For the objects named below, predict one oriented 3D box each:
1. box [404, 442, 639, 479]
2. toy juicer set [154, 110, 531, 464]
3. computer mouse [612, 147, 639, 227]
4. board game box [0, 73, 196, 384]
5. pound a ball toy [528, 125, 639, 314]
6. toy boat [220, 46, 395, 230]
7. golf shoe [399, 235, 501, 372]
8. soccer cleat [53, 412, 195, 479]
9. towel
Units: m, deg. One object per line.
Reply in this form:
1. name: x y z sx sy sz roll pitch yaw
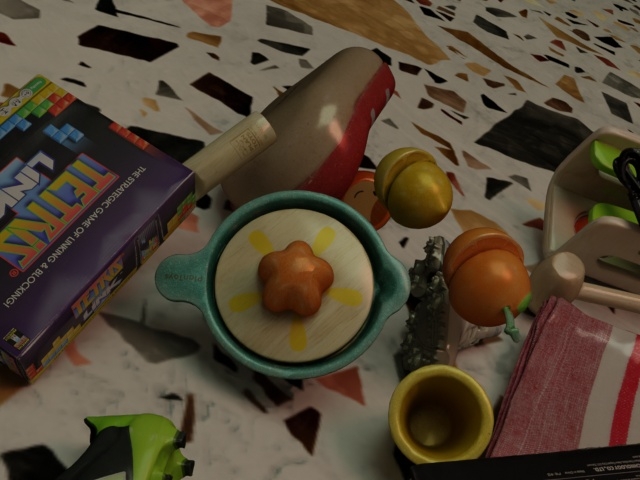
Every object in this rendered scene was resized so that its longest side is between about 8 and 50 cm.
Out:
1. box: 0.215 0.233 0.434 0.295 0.073 0.293 0 38 -20
2. toy juicer set: 0.000 0.000 0.624 0.329 0.089 0.209 29 73 8
3. computer mouse: 0.379 -0.045 0.848 0.193 0.042 0.106 -6 64 -23
4. board game box: -0.189 -0.014 0.581 0.141 0.048 0.170 31 61 13
5. pound a ball toy: 0.347 0.030 0.902 0.319 0.136 0.208 19 58 -10
6. toy boat: 0.012 -0.070 0.811 0.151 0.151 0.231 51 30 -12
7. golf shoe: 0.117 0.062 0.731 0.086 0.069 0.176 28 32 -6
8. soccer cleat: -0.121 0.159 0.443 0.072 0.060 0.179 2 35 11
9. towel: 0.298 0.162 0.647 0.329 0.037 0.237 18 36 15
